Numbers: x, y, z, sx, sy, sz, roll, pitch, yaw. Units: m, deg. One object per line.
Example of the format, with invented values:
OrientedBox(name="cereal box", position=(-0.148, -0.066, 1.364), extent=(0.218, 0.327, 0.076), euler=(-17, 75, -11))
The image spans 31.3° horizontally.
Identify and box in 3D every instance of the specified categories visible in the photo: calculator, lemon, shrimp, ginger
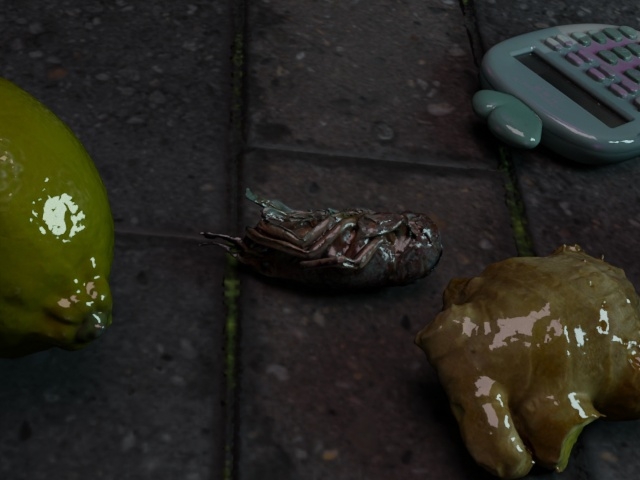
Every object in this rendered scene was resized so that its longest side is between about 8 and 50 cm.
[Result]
OrientedBox(name="calculator", position=(0.262, -0.146, 1.118), extent=(0.298, 0.041, 0.185), euler=(-24, 53, -36))
OrientedBox(name="lemon", position=(-0.233, -0.017, 0.759), extent=(0.248, 0.184, 0.184), euler=(37, 46, 6))
OrientedBox(name="shrimp", position=(0.000, 0.001, 0.880), extent=(0.190, 0.075, 0.073), euler=(1, 75, 2))
OrientedBox(name="ginger", position=(0.170, 0.075, 0.816), extent=(0.216, 0.102, 0.157), euler=(-17, 57, -29))
